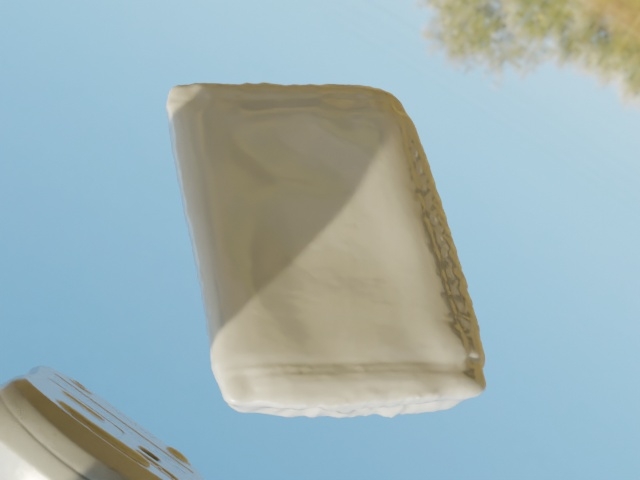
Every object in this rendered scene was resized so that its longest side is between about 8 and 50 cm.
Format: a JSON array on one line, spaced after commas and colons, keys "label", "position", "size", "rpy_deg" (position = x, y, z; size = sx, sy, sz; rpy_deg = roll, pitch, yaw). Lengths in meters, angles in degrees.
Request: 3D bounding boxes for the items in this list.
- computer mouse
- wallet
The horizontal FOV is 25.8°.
[{"label": "computer mouse", "position": [-0.174, 0.178, 0.989], "size": [0.184, 0.121, 0.297], "rpy_deg": [33, 173, -4]}, {"label": "wallet", "position": [0.000, 0.000, 0.618], "size": [0.124, 0.032, 0.183], "rpy_deg": [-1, -127, -19]}]
